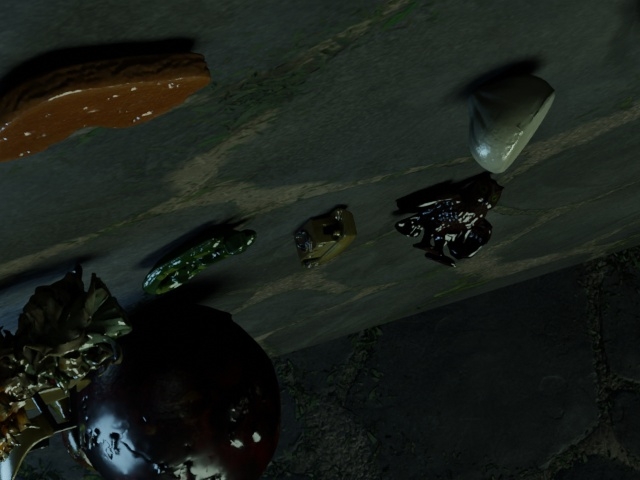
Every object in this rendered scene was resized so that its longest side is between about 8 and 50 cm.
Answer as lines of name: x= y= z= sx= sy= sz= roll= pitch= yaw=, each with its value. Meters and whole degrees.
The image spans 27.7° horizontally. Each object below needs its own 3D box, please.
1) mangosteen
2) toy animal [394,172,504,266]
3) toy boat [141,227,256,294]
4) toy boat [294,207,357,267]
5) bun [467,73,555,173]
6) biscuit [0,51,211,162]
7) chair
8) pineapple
mangosteen: x=-0.272 y=0.276 z=2.276 sx=0.381 sy=0.421 sz=0.381 roll=-41 pitch=146 yaw=-36
toy animal: x=0.221 y=-0.053 z=2.218 sx=0.179 sy=0.116 sz=0.218 roll=-48 pitch=135 yaw=6
toy boat: x=-0.187 y=0.028 z=1.925 sx=0.210 sy=0.052 sz=0.104 roll=-28 pitch=169 yaw=34
toy boat: x=0.000 y=0.000 z=2.111 sx=0.077 sy=0.057 sz=0.200 roll=-11 pitch=167 yaw=-20
bun: x=0.229 y=-0.159 z=1.648 sx=0.138 sy=0.094 sz=0.138 roll=-55 pitch=173 yaw=-10
biscuit: x=-0.214 y=-0.123 z=1.183 sx=0.192 sy=0.036 sz=0.186 roll=-12 pitch=169 yaw=-36
chair: x=-0.442 y=0.236 z=1.983 sx=0.172 sy=0.247 sz=0.159 roll=-14 pitch=169 yaw=-32
pineapple: x=-0.397 y=0.146 z=1.777 sx=0.271 sy=0.262 sz=0.262 roll=-30 pitch=170 yaw=-6
